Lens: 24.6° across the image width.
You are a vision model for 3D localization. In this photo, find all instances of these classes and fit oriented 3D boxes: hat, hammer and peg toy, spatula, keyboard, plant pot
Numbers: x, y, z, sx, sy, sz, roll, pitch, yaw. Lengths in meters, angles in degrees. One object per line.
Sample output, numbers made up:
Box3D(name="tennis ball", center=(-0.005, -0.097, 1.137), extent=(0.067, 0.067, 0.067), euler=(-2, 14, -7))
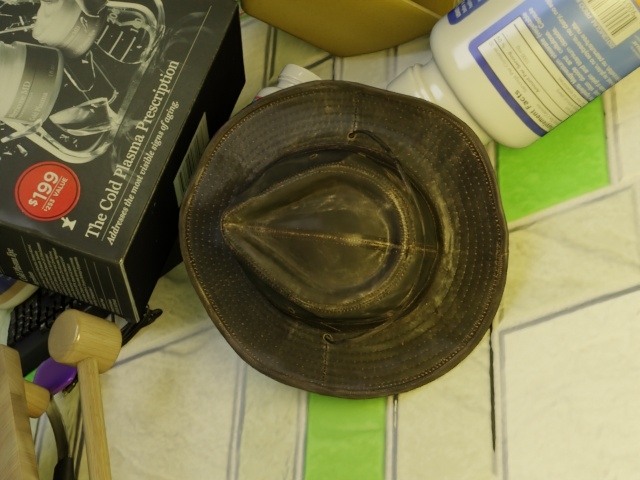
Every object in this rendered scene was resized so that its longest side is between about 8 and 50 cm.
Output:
Box3D(name="hat", center=(0.000, 0.000, 1.347), extent=(0.331, 0.134, 0.331), euler=(1, 92, 20))
Box3D(name="hammer and peg toy", center=(-0.347, 0.239, 1.513), extent=(0.361, 0.127, 0.266), euler=(-47, 37, 21))
Box3D(name="spatula", center=(-0.283, 0.218, 1.592), extent=(0.084, 0.030, 0.296), euler=(-35, 40, 19))
Box3D(name="keyboard", center=(-0.254, 0.062, 1.741), extent=(0.317, 0.033, 0.201), euler=(-36, 42, 18))
Box3D(name="plant pot", center=(0.023, -0.327, 1.638), extent=(0.187, 0.212, 0.212), euler=(-34, 39, 55))

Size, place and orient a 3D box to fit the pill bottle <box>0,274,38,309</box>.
Box3D(name="pill bottle", center=(-0.453, -0.043, 1.810), extent=(0.153, 0.264, 0.153), euler=(-35, 32, 26))

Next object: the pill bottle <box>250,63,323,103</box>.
Box3D(name="pill bottle", center=(-0.052, -0.113, 1.639), extent=(0.087, 0.087, 0.160), euler=(20, 75, 49))

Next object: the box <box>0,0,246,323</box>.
Box3D(name="box", center=(-0.290, -0.132, 1.645), extent=(0.312, 0.179, 0.343), euler=(18, 67, 8))

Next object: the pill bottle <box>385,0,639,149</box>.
Box3D(name="pill bottle", center=(0.202, -0.183, 1.404), extent=(0.272, 0.152, 0.152), euler=(-36, 42, 18))

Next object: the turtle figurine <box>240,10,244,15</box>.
Box3D(name="turtle figurine", center=(-0.083, -0.405, 1.875), extent=(0.269, 0.087, 0.217), euler=(-47, 21, 43))
